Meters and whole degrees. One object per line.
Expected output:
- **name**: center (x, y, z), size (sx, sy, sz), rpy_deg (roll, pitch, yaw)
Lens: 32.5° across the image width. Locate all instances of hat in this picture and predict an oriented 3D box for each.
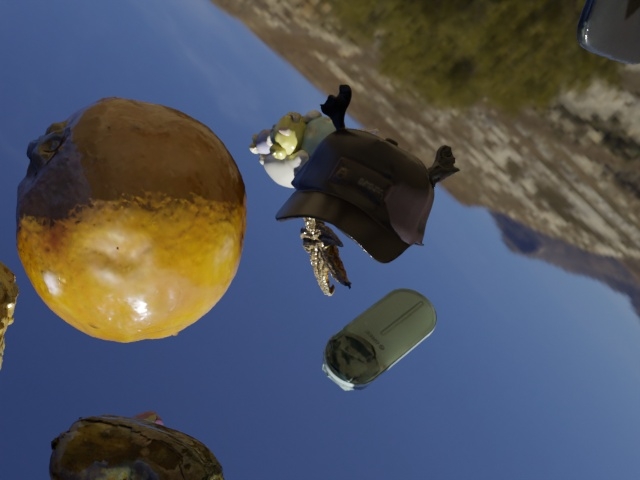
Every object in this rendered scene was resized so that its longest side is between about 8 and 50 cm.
- **hat**: center (0.075, -0.103, 1.660), size (0.238, 0.209, 0.336), rpy_deg (25, -167, 8)

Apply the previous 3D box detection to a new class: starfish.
- **starfish**: center (0.001, 0.000, 1.942), size (0.227, 0.043, 0.240), rpy_deg (33, 146, 61)

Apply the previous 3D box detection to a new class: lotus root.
- **lotus root**: center (-0.268, 0.351, 1.641), size (0.275, 0.160, 0.152), rpy_deg (12, 166, 25)

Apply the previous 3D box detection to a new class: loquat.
- **loquat**: center (-0.253, -0.027, 1.467), size (0.328, 0.328, 0.328), rpy_deg (42, -167, -12)

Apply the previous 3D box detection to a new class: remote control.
- **remote control**: center (0.101, 0.168, 1.874), size (0.247, 0.052, 0.104), rpy_deg (-33, -108, -34)

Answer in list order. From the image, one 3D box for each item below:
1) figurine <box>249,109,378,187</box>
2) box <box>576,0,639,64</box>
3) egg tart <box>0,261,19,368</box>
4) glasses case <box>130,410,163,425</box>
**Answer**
- **figurine**: center (-0.012, -0.180, 2.022), size (0.155, 0.127, 0.235), rpy_deg (39, 151, -21)
- **box**: center (0.370, -0.307, 1.246), size (0.042, 0.212, 0.201), rpy_deg (32, -162, 36)
- **egg tart**: center (-0.593, 0.164, 1.538), size (0.339, 0.351, 0.153), rpy_deg (8, 169, 5)
- **glasses case**: center (-0.385, 0.451, 2.293), size (0.076, 0.123, 0.316), rpy_deg (46, 151, 21)
